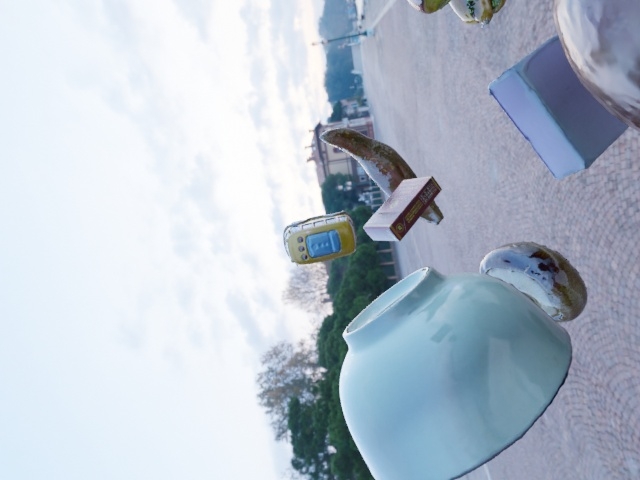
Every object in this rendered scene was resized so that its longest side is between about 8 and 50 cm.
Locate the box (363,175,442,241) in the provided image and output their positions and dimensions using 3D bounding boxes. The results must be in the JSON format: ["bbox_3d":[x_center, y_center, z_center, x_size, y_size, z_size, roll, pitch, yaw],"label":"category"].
[{"bbox_3d":[0.091,-0.035,0.472,0.023,0.082,0.051,48,162,-19],"label":"box"}]

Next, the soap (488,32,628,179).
[{"bbox_3d":[0.593,-0.340,1.023,0.296,0.285,0.107,54,156,0],"label":"soap"}]

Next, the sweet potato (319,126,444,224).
[{"bbox_3d":[0.105,-0.113,0.687,0.255,0.058,0.078,35,-129,-23],"label":"sweet potato"}]

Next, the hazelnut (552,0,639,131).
[{"bbox_3d":[0.468,-0.292,0.417,0.353,0.421,0.421,-26,-69,-50],"label":"hazelnut"}]

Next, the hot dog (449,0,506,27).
[{"bbox_3d":[0.294,-0.611,0.883,0.100,0.135,0.337,-32,-83,-85],"label":"hot dog"}]

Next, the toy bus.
[{"bbox_3d":[0.000,0.000,1.167,0.136,0.209,0.126,-102,-1,-79],"label":"toy bus"}]

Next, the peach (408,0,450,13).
[{"bbox_3d":[0.086,-0.218,0.306,0.050,0.077,0.083,47,171,12],"label":"peach"}]

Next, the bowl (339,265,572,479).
[{"bbox_3d":[0.157,0.162,0.639,0.185,0.354,0.354,52,-173,4],"label":"bowl"}]

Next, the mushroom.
[{"bbox_3d":[0.610,0.128,1.229,0.297,0.163,0.278,28,136,44],"label":"mushroom"}]
